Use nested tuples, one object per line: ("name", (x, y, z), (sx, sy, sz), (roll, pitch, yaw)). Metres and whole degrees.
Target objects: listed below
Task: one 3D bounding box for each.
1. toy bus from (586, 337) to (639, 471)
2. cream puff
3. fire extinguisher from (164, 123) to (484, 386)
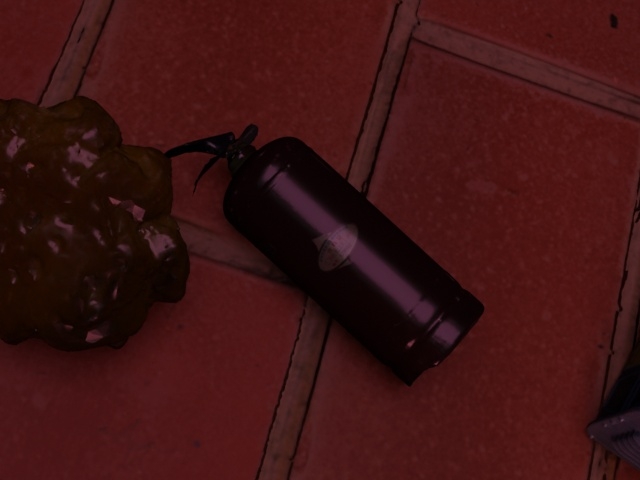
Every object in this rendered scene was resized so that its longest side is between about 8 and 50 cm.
("toy bus", (0.457, 0.207, 1.045), (0.312, 0.152, 0.190), (35, 68, 1))
("cream puff", (-0.236, -0.018, 0.951), (0.244, 0.244, 0.196), (-9, 29, -17))
("fire extinguisher", (0.000, 0.000, 1.034), (0.337, 0.114, 0.135), (43, 48, 5))
